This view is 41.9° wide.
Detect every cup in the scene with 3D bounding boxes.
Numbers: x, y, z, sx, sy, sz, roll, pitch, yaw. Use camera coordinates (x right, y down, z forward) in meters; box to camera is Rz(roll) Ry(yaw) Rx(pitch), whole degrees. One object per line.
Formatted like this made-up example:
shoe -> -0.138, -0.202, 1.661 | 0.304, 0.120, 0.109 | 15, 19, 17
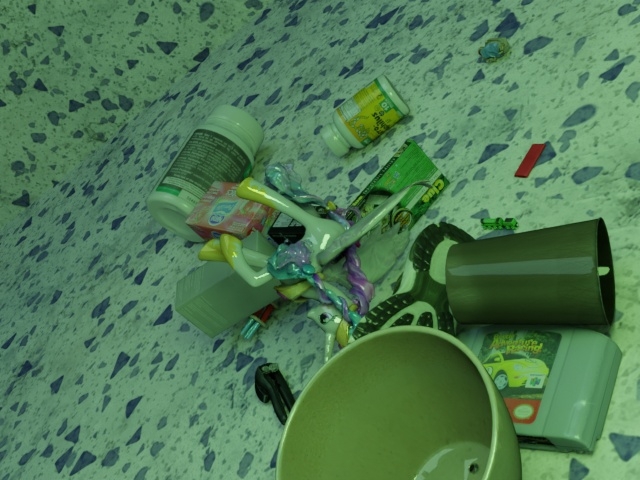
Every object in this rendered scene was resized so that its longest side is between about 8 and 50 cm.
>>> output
cup -> 0.139, 0.314, 1.135 | 0.331, 0.237, 0.331 | -23, 46, 26

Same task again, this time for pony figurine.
pony figurine -> 0.008, 0.011, 1.521 | 0.363, 0.303, 0.351 | 36, 70, 18

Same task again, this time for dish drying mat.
dish drying mat -> 0.407, -0.155, 1.622 | 0.032, 0.008, 0.083 | 7, 57, 52

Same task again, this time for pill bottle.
pill bottle -> 0.104, -0.299, 2.047 | 0.208, 0.117, 0.117 | -36, 32, 14
pill bottle -> -0.312, -0.192, 2.330 | 0.204, 0.204, 0.361 | -4, 50, 48

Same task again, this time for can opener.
can opener -> -0.080, 0.299, 1.628 | 0.059, 0.073, 0.186 | -12, 27, -21

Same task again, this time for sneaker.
sneaker -> 0.151, 0.159, 1.406 | 0.410, 0.158, 0.182 | -50, -13, -37

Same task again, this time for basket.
basket -> 0.315, 0.057, 1.262 | 0.227, 0.154, 0.204 | -7, 11, 24

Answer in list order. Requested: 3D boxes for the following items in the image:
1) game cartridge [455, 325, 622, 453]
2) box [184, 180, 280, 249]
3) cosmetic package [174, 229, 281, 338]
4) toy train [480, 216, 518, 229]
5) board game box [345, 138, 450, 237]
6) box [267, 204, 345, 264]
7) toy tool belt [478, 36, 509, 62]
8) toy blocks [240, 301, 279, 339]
game cartridge -> 0.298, 0.215, 1.268 | 0.294, 0.060, 0.196 | -8, 43, 46
box -> -0.181, -0.042, 2.045 | 0.300, 0.154, 0.142 | 11, 61, 53
cosmetic package -> -0.187, 0.097, 1.807 | 0.238, 0.127, 0.107 | -32, 35, 17
toy train -> 0.330, -0.032, 1.550 | 0.083, 0.024, 0.017 | 2, 54, 50
board game box -> 0.141, -0.068, 1.710 | 0.259, 0.136, 0.030 | -48, 25, -7
box -> 0.000, 0.000, 1.785 | 0.180, 0.147, 0.077 | 1, 53, 49
toy tool belt -> 0.393, -0.437, 1.933 | 0.083, 0.052, 0.051 | -10, 37, 45
toy blocks -> -0.146, 0.149, 1.872 | 0.123, 0.054, 0.148 | 13, 63, 54
